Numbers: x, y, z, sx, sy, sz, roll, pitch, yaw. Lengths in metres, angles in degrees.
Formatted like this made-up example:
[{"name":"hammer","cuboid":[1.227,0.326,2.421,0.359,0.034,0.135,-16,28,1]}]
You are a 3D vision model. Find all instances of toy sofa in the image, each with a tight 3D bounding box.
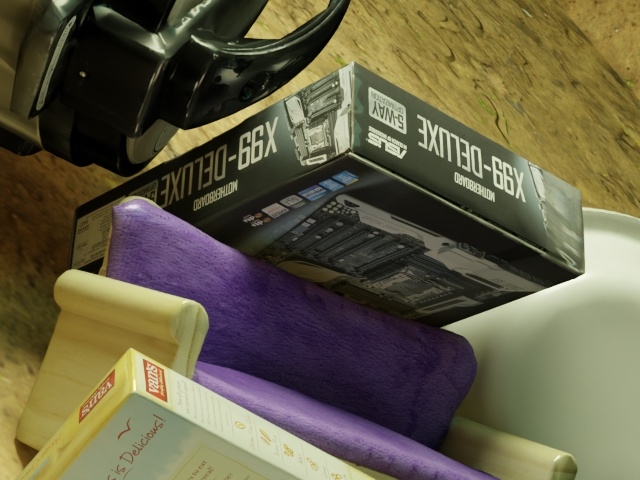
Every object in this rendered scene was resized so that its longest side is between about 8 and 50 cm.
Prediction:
[{"name":"toy sofa","cuboid":[0.000,0.110,1.083,0.363,0.177,0.150,25,-7,-36]}]

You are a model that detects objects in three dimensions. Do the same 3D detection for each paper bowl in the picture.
[{"name":"paper bowl","cuboid":[0.211,0.115,1.325,0.284,0.284,0.148,39,-3,-8]}]

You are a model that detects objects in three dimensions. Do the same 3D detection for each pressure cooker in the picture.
[{"name":"pressure cooker","cuboid":[-0.176,-0.250,1.191,0.420,0.369,0.375,27,-9,2]}]

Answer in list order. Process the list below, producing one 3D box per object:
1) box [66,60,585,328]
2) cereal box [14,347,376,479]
[{"name":"box","cuboid":[0.000,0.000,1.198,0.242,0.307,0.076,26,55,-38]},{"name":"cereal box","cuboid":[-0.059,0.180,0.920,0.240,0.173,0.047,33,23,-24]}]
